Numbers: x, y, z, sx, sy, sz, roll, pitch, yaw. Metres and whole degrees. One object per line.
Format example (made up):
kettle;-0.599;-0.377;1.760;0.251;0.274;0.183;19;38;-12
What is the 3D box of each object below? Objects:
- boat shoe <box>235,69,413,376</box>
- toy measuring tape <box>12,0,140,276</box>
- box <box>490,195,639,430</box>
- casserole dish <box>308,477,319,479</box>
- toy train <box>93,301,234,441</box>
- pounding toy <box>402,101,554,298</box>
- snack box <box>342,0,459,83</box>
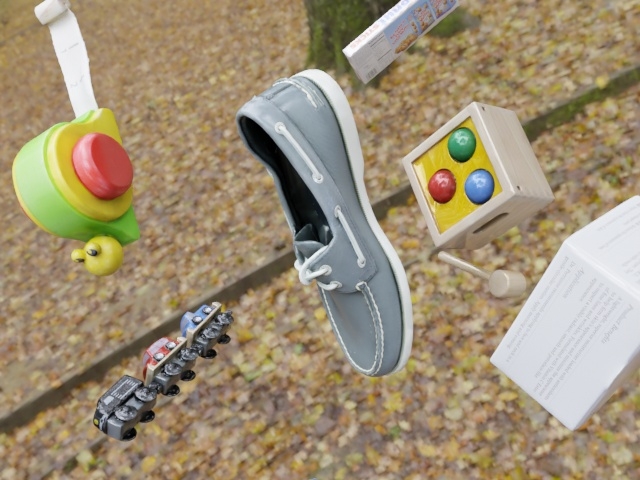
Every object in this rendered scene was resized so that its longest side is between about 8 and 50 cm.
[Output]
boat shoe;0.000;0.000;0.846;0.099;0.319;0.116;-27;18;-36
toy measuring tape;-0.271;-0.118;0.898;0.121;0.330;0.121;-17;-12;-4
box;0.304;0.073;0.922;0.119;0.181;0.182;41;40;24
casserole dish;-0.029;0.317;0.933;0.037;0.188;0.114;28;86;17
toy train;-0.107;0.087;0.612;0.036;0.027;0.158;19;30;16
pounding toy;0.177;-0.027;1.038;0.094;0.206;0.181;3;-31;-42
snack box;0.115;-0.299;1.216;0.178;0.064;0.022;-40;52;0
